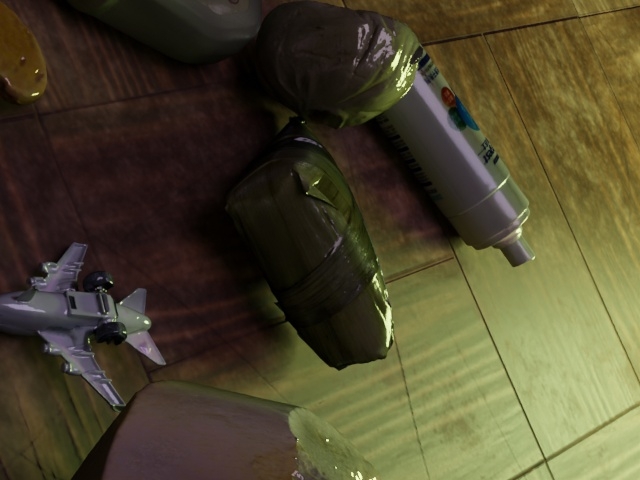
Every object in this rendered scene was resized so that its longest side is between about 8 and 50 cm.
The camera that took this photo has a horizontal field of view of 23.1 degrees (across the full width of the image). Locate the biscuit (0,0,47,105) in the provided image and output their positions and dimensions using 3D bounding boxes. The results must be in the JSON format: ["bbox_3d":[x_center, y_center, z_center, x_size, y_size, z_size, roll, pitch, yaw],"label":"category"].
[{"bbox_3d":[-0.371,-0.198,1.260,0.340,0.047,0.216,-13,78,-58],"label":"biscuit"}]

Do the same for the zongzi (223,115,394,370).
[{"bbox_3d":[0.000,0.000,1.547,0.242,0.112,0.221,-74,140,-71],"label":"zongzi"}]

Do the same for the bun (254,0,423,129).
[{"bbox_3d":[0.015,-0.171,1.592,0.167,0.173,0.113,17,78,-20],"label":"bun"}]

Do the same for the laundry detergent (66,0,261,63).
[{"bbox_3d":[-0.176,-0.275,1.498,0.253,0.091,0.181,18,55,-40],"label":"laundry detergent"}]

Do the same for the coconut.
[{"bbox_3d":[-0.089,0.232,1.211,0.239,0.244,0.239,9,90,-73],"label":"coconut"}]

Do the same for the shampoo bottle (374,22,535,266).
[{"bbox_3d":[0.144,-0.095,1.743,0.303,0.092,0.092,54,40,-10],"label":"shampoo bottle"}]

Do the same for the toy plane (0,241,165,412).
[{"bbox_3d":[-0.206,0.063,1.303,0.171,0.065,0.162,16,46,-47],"label":"toy plane"}]
